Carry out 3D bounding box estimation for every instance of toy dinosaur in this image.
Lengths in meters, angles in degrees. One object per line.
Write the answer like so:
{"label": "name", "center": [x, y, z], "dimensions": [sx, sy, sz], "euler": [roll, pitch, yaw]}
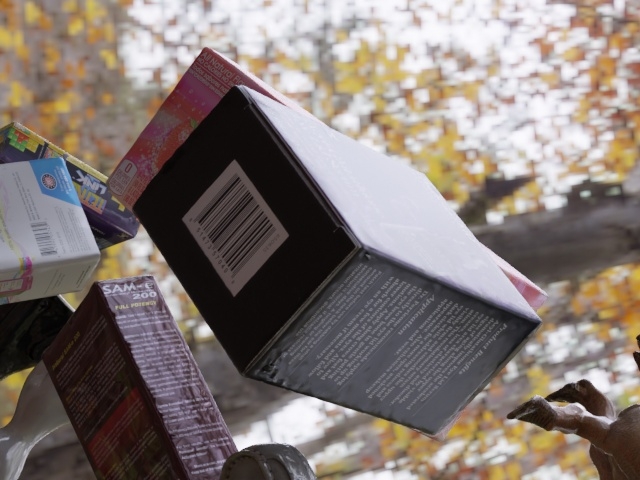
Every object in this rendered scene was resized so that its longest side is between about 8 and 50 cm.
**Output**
{"label": "toy dinosaur", "center": [0.242, 0.167, 1.319], "dimensions": [0.127, 0.295, 0.200], "euler": [-33, -99, 9]}

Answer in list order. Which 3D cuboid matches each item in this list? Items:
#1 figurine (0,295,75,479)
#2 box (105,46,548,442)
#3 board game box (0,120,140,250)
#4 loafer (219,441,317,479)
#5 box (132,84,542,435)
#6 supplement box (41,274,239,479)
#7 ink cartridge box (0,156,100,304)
{"label": "figurine", "center": [-0.313, 0.158, 1.985], "dimensions": [0.209, 0.092, 0.215], "euler": [-45, -143, -7]}
{"label": "box", "center": [0.000, 0.000, 1.461], "dimensions": [0.300, 0.154, 0.142], "euler": [39, -84, 36]}
{"label": "board game box", "center": [-0.286, -0.047, 2.000], "dimensions": [0.141, 0.170, 0.048], "euler": [-17, -133, 54]}
{"label": "loafer", "center": [-0.049, 0.283, 1.251], "dimensions": [0.112, 0.111, 0.319], "euler": [-35, -130, 51]}
{"label": "box", "center": [0.013, 0.016, 1.186], "dimensions": [0.108, 0.207, 0.153], "euler": [-48, -126, 16]}
{"label": "supplement box", "center": [-0.161, 0.166, 1.784], "dimensions": [0.130, 0.073, 0.239], "euler": [-49, -121, 41]}
{"label": "ink cartridge box", "center": [-0.231, -0.004, 1.365], "dimensions": [0.052, 0.122, 0.088], "euler": [-53, -127, 49]}
